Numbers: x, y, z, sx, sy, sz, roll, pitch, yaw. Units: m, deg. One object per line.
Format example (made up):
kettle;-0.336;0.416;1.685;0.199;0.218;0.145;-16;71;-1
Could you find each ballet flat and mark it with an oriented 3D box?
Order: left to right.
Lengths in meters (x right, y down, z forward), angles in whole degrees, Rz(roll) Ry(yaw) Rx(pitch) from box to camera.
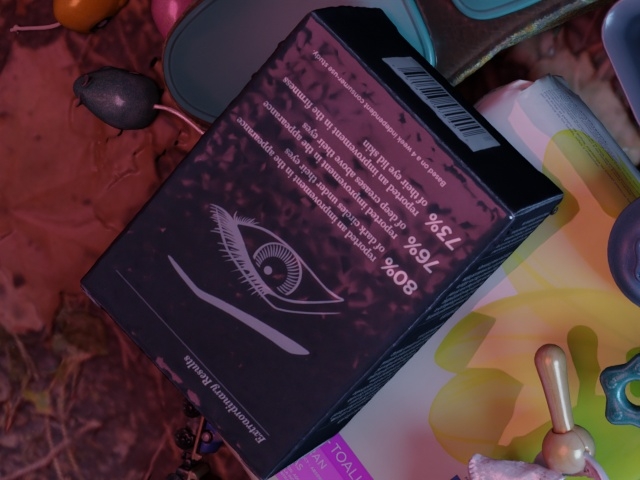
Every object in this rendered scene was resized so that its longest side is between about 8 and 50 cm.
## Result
ballet flat;0.073;-0.147;1.021;0.348;0.123;0.123;-22;86;26

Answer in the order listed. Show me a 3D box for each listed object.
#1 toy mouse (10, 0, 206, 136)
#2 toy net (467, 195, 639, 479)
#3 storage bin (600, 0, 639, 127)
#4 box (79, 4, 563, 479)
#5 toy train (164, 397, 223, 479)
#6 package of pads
toy mouse;-0.117;-0.122;1.144;0.161;0.031;0.143;-34;82;21
toy net;0.164;0.091;0.937;0.122;0.045;0.232;33;107;12
storage bin;0.238;-0.108;0.967;0.135;0.091;0.098;-25;85;23
box;0.000;0.000;0.951;0.153;0.108;0.207;47;110;10
toy train;-0.083;0.167;1.156;0.036;0.027;0.158;16;100;17
package of pads;0.085;0.070;1.040;0.296;0.101;0.229;-39;81;20
